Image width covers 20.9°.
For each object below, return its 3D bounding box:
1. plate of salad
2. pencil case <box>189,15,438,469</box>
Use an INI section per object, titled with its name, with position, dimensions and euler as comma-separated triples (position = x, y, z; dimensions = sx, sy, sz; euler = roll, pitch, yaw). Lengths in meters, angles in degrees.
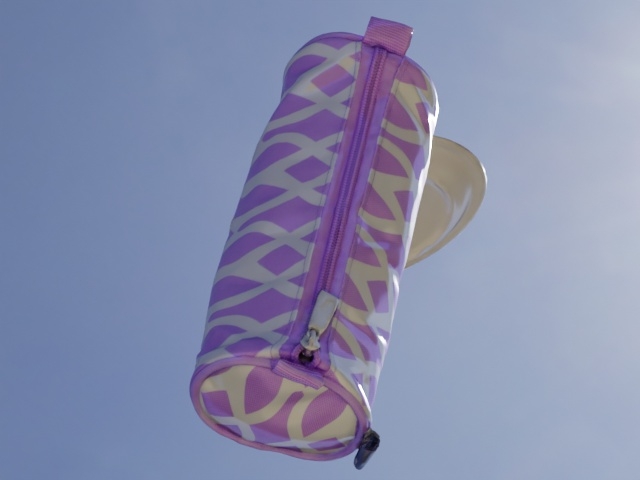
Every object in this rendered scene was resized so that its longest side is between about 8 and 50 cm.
[plate of salad]
position = 0.027, -0.026, 1.306
dimensions = 0.200, 0.048, 0.200
euler = -11, -33, -7
[pencil case]
position = 0.000, 0.000, 0.792
dimensions = 0.086, 0.206, 0.088
euler = 12, -35, 0
